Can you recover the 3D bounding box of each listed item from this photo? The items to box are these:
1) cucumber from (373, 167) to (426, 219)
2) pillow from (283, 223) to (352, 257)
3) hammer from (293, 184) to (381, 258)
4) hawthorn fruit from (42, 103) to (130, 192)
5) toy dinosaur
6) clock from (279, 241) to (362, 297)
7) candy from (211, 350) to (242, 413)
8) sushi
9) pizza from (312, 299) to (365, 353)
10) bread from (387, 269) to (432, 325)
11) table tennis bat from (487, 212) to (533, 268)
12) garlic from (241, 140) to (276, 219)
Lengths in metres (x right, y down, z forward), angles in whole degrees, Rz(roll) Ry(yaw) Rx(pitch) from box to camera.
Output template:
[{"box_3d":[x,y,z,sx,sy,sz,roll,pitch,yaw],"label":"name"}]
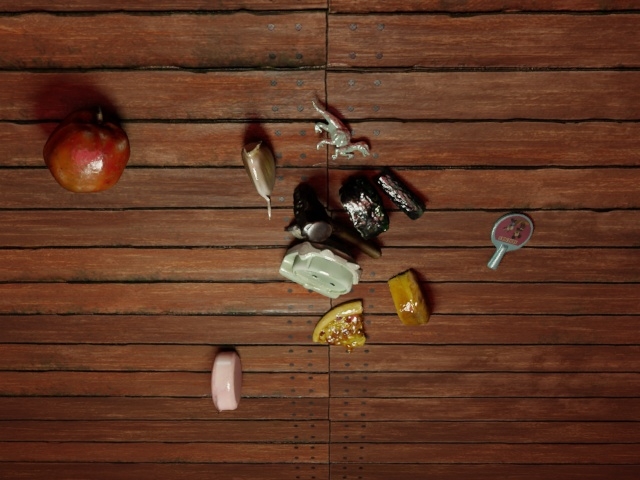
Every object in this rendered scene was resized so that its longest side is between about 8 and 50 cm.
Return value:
[{"box_3d":[0.280,-0.160,1.811,0.211,0.062,0.078,39,115,-21],"label":"cucumber"},{"box_3d":[0.000,0.000,1.882,0.255,0.169,0.059,28,81,-16],"label":"pillow"},{"box_3d":[0.073,-0.026,1.831,0.409,0.242,0.095,31,111,-33],"label":"hammer"},{"box_3d":[-0.733,-0.307,1.614,0.254,0.254,0.300,20,131,-11],"label":"hawthorn fruit"},{"box_3d":[0.055,-0.365,1.693,0.167,0.053,0.242,-17,120,9],"label":"toy dinosaur"},{"box_3d":[0.012,0.106,1.856,0.265,0.109,0.324,27,159,-14],"label":"clock"},{"box_3d":[-0.398,0.603,2.177,0.094,0.255,0.255,-2,122,1],"label":"candy"},{"box_3d":[0.161,-0.114,1.805,0.127,0.124,0.225,-24,118,15],"label":"sushi"},{"box_3d":[0.105,0.380,2.136,0.289,0.081,0.229,-39,114,20],"label":"pizza"},{"box_3d":[0.364,0.257,2.027,0.129,0.134,0.260,-21,119,14],"label":"bread"},{"box_3d":[0.701,0.004,1.929,0.153,0.040,0.244,17,116,-10],"label":"table tennis bat"},{"box_3d":[-0.197,-0.217,1.731,0.128,0.148,0.267,1,127,36],"label":"garlic"}]
